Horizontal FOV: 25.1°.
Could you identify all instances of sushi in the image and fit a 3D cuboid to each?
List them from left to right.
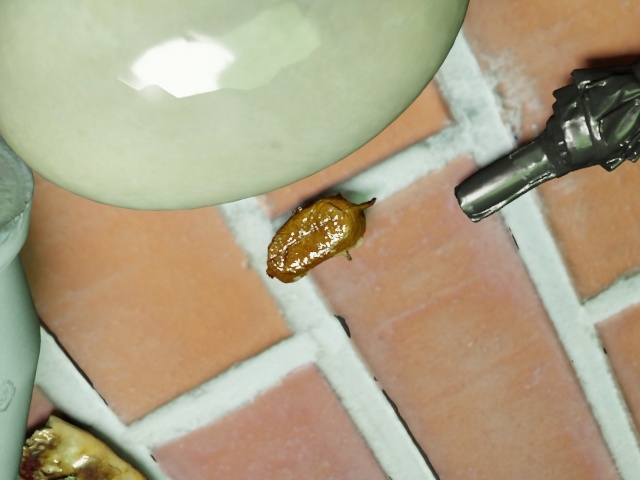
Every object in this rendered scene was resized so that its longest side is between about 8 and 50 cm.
[{"bbox_3d":[-0.002,-0.004,1.256,0.118,0.061,0.060,-21,175,17],"label":"sushi"}]

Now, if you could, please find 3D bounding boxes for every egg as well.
[{"bbox_3d":[-0.066,-0.157,0.982,0.352,0.258,0.258,-18,130,0],"label":"egg"}]

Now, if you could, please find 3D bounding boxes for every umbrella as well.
[{"bbox_3d":[0.266,-0.118,1.246,0.340,0.118,0.118,-32,130,13],"label":"umbrella"}]

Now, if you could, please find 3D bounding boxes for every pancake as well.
[{"bbox_3d":[-0.265,0.287,1.393,0.244,0.057,0.266,-30,126,15],"label":"pancake"}]

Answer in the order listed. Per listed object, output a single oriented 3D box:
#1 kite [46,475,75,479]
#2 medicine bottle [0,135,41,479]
[{"bbox_3d":[-0.327,0.275,1.335,0.241,0.014,0.183,-14,126,9],"label":"kite"},{"bbox_3d":[-0.326,0.068,1.063,0.245,0.245,0.290,3,125,-22],"label":"medicine bottle"}]
